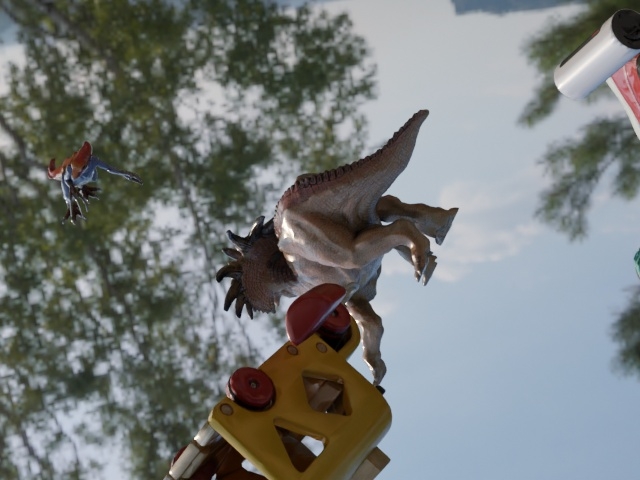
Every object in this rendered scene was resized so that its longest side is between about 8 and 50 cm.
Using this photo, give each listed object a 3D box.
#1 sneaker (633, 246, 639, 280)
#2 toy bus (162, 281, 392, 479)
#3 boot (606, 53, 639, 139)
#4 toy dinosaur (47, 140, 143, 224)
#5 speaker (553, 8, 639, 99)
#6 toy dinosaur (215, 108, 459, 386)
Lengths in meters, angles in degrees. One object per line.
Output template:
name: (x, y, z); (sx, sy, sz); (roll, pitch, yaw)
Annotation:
sneaker: (0.305, 0.055, 0.766); (0.166, 0.076, 0.065); (32, -104, 22)
toy bus: (-0.008, 0.121, 0.671); (0.202, 0.104, 0.191); (-47, 171, -8)
boot: (0.542, -0.192, 1.594); (0.088, 0.244, 0.176); (-42, -166, 1)
toy dinosaur: (-0.171, -0.046, 0.721); (0.090, 0.082, 0.047); (31, -122, 16)
speaker: (0.339, -0.222, 1.263); (0.055, 0.055, 0.136); (-14, 167, -21)
toy dinosaur: (0.000, 0.000, 0.927); (0.200, 0.296, 0.127); (25, -131, 9)
